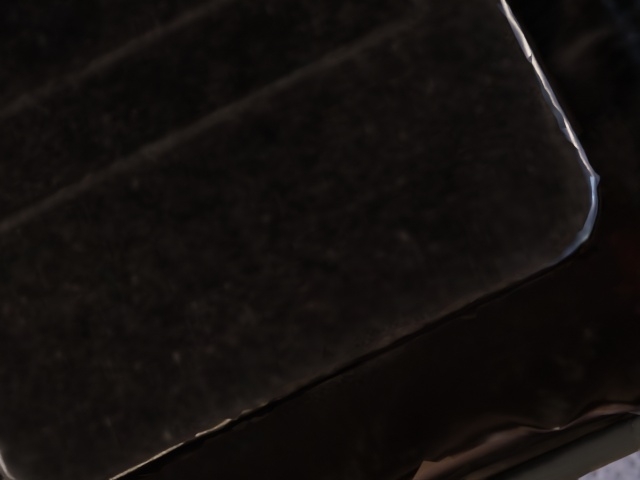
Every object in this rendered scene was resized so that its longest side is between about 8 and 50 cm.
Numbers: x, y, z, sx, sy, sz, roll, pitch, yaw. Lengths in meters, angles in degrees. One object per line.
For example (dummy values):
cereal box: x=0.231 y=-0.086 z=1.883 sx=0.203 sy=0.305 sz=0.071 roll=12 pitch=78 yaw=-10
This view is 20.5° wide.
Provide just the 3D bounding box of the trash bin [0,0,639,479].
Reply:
trash bin: x=0.000 y=0.000 z=0.594 sx=0.256 sy=0.368 sz=0.296 roll=-28 pitch=82 yaw=4
